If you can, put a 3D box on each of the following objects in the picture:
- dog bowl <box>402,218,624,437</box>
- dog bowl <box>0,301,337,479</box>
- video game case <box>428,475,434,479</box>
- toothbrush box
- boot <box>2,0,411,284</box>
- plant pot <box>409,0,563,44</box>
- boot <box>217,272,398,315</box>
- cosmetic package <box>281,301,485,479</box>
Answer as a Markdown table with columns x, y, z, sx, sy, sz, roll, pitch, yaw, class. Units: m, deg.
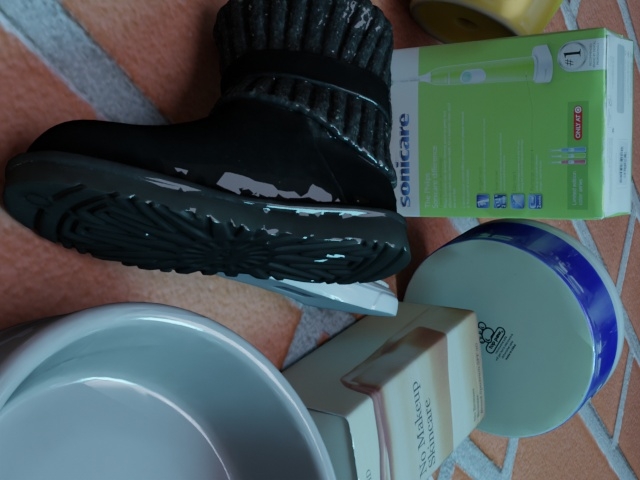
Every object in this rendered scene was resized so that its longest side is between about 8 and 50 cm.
| x | y | z | sx | sy | sz | roll | pitch | yaw | class |
| --- | --- | --- | --- | --- | --- | --- | --- | --- | --- |
| 0.238 | 0.110 | 1.073 | 0.104 | 0.264 | 0.265 | -22 | 110 | -51 | dog bowl |
| -0.124 | 0.200 | 0.577 | 0.348 | 0.102 | 0.349 | 25 | 50 | -34 | dog bowl |
| 0.135 | 0.459 | 1.150 | 0.204 | 0.025 | 0.285 | -57 | 134 | -37 | video game case |
| 0.217 | -0.132 | 1.014 | 0.122 | 0.283 | 0.206 | -8 | 98 | -56 | toothbrush box |
| -0.080 | -0.108 | 0.709 | 0.347 | 0.131 | 0.260 | 10 | 65 | -32 | boot |
| 0.233 | -0.374 | 1.084 | 0.254 | 0.254 | 0.239 | 29 | 84 | -52 | plant pot |
| 0.000 | 0.000 | 0.866 | 0.258 | 0.095 | 0.123 | 23 | 72 | -48 | boot |
| 0.064 | 0.188 | 0.944 | 0.296 | 0.129 | 0.153 | -28 | 115 | -51 | cosmetic package |
